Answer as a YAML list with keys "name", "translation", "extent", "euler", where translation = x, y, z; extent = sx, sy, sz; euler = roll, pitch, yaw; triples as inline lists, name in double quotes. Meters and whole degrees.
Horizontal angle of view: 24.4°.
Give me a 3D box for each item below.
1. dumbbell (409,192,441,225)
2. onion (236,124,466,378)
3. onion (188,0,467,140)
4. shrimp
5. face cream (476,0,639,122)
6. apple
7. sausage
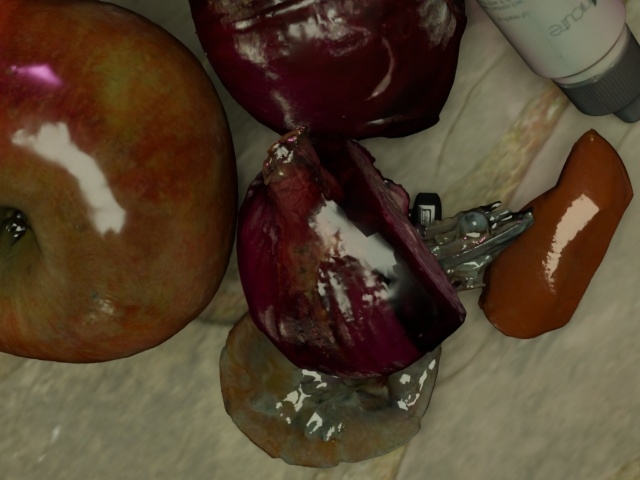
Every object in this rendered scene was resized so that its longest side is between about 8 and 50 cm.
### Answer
- name: "dumbbell"
  translation: [0.060, -0.021, 1.234]
  extent: [0.083, 0.040, 0.036]
  euler: [1, 123, 6]
- name: "onion"
  translation: [0.000, 0.000, 1.069]
  extent: [0.140, 0.218, 0.195]
  euler: [-27, 52, 13]
- name: "onion"
  translation: [0.003, -0.175, 1.154]
  extent: [0.216, 0.207, 0.206]
  euler: [-15, 88, 12]
- name: "shrimp"
  translation: [0.053, 0.080, 1.204]
  extent: [0.317, 0.062, 0.164]
  euler: [-32, 89, 20]
- name: "face cream"
  translation: [0.169, -0.191, 1.132]
  extent: [0.092, 0.092, 0.311]
  euler: [-40, 125, 6]
- name: "apple"
  translation: [-0.197, -0.056, 1.161]
  extent: [0.302, 0.301, 0.301]
  euler: [0, 93, 6]
- name: "sausage"
  translation: [0.195, -0.001, 1.198]
  extent: [0.089, 0.089, 0.179]
  euler: [30, 101, 4]
